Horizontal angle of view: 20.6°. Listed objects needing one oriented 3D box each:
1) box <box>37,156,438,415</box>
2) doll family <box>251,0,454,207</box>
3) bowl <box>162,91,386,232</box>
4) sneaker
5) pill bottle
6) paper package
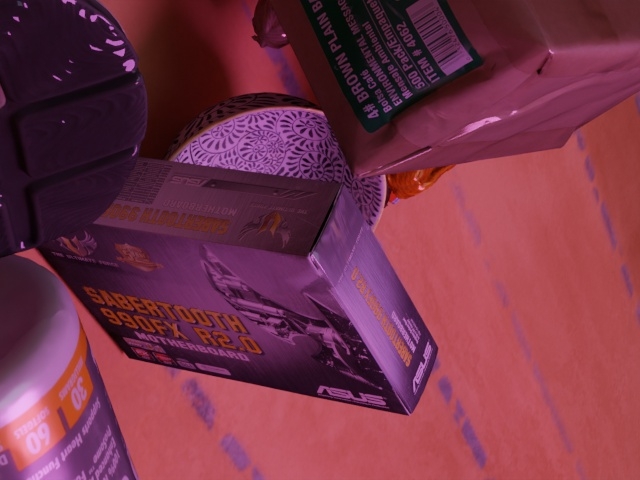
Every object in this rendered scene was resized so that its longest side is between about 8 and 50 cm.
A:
[{"bbox_3d":[-0.060,0.025,1.116,0.056,0.231,0.183,-65,146,-26],"label":"box"},{"bbox_3d":[0.046,-0.127,1.286,0.263,0.118,0.163,59,35,-37],"label":"doll family"},{"bbox_3d":[-0.046,-0.046,1.231,0.170,0.080,0.170,-9,132,-11],"label":"bowl"},{"bbox_3d":[-0.209,-0.181,0.839,0.447,0.169,0.257,77,-7,-61],"label":"sneaker"},{"bbox_3d":[-0.184,0.157,1.032,0.162,0.162,0.278,-49,137,-38],"label":"pill bottle"},{"bbox_3d":[0.089,-0.228,1.193,0.309,0.168,0.324,-12,74,-54],"label":"paper package"}]
